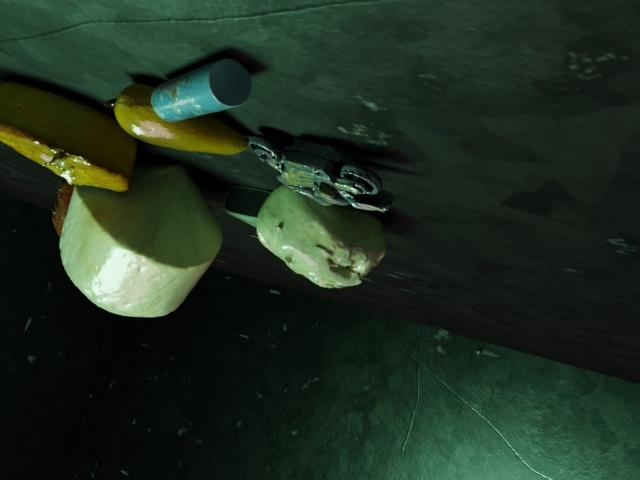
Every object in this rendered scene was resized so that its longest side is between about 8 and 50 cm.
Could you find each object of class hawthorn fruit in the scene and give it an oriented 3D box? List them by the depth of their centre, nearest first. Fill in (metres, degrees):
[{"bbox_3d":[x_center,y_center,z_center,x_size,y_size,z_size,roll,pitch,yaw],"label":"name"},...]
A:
[{"bbox_3d":[-0.482,-0.062,1.467,0.254,0.205,0.205,15,173,-24],"label":"hawthorn fruit"}]

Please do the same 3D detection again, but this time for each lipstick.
[{"bbox_3d":[-0.131,-0.156,0.673,0.048,0.048,0.158,25,169,-34],"label":"lipstick"}]

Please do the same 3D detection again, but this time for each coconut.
[{"bbox_3d":[-0.336,-0.018,1.210,0.329,0.328,0.329,18,171,3],"label":"coconut"}]

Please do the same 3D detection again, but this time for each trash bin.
[{"bbox_3d":[-0.099,-0.050,1.190,0.116,0.059,0.130,14,171,35],"label":"trash bin"}]

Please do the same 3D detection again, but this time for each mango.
[{"bbox_3d":[-0.177,-0.145,0.800,0.188,0.066,0.101,15,175,-33],"label":"mango"}]

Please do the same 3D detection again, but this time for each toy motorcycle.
[{"bbox_3d":[0.003,-0.081,0.803,0.194,0.061,0.124,21,166,26],"label":"toy motorcycle"}]

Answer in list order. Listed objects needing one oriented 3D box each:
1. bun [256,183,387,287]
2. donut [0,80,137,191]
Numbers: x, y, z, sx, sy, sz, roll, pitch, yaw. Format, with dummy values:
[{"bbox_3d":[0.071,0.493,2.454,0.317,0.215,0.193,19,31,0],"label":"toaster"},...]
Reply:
[{"bbox_3d":[0.000,0.000,1.042,0.230,0.145,0.229,15,171,2],"label":"bun"},{"bbox_3d":[-0.418,-0.158,1.014,0.254,0.118,0.253,15,171,3],"label":"donut"}]
